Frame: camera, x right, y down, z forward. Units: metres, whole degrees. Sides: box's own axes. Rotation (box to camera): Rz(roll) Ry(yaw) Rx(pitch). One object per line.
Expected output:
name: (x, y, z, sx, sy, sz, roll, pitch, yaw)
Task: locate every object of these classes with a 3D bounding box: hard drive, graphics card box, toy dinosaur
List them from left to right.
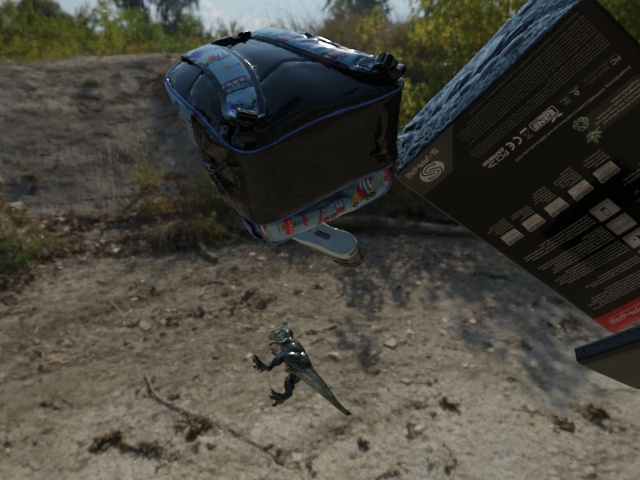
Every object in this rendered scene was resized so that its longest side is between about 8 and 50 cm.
toy dinosaur: (-0.059, 0.256, 0.990, 0.118, 0.064, 0.268, -15, 39, -29)
graphics card box: (0.290, -0.063, 0.544, 0.371, 0.233, 0.094, 31, 38, -19)
hard drive: (0.336, 0.107, 0.489, 0.094, 0.135, 0.022, 24, 52, -19)

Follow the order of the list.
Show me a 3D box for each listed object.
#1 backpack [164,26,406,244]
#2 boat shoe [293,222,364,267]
backpack: (-0.038, -0.101, 0.418, 0.158, 0.116, 0.173, -29, 48, -22)
boat shoe: (0.000, 0.000, 0.998, 0.183, 0.065, 0.083, 28, -15, 29)
